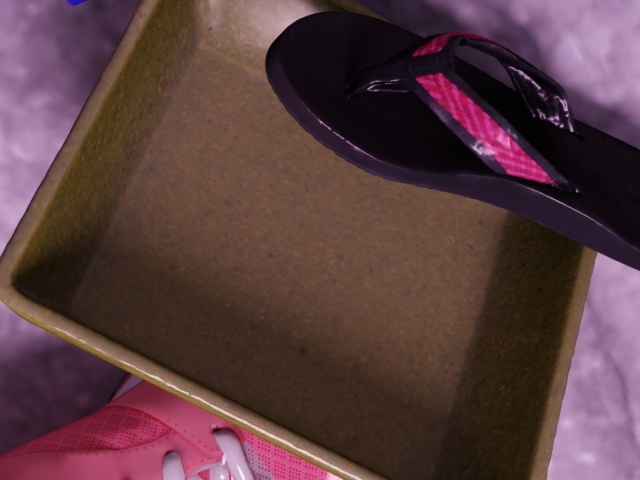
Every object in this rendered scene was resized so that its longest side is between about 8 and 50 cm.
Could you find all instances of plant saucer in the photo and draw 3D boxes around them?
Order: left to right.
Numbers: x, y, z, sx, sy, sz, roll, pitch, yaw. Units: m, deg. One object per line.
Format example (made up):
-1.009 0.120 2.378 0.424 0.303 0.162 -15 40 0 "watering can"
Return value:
0.000 0.000 0.540 0.188 0.188 0.045 28 141 -9 "plant saucer"

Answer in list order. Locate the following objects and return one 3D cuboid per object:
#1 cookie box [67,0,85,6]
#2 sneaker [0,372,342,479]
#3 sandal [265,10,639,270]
-0.068 -0.149 0.529 0.092 0.040 0.107 -22 82 3 "cookie box"
-0.085 0.123 0.562 0.314 0.136 0.116 -22 105 2 "sneaker"
0.067 -0.042 0.545 0.179 0.067 0.040 21 141 -14 "sandal"
